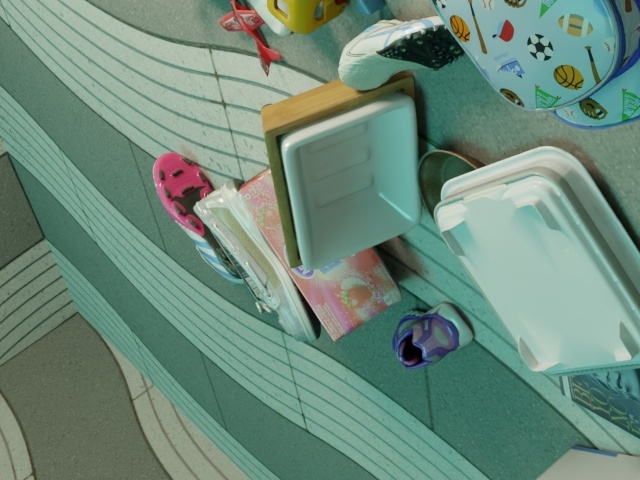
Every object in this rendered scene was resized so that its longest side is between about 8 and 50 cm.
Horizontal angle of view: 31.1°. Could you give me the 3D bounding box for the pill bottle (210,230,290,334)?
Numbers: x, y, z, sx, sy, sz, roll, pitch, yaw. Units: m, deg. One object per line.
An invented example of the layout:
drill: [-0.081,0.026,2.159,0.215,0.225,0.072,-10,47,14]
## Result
pill bottle: [-0.083,0.027,2.168,0.278,0.162,0.162,57,157,-8]

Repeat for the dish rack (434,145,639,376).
dish rack: [0.299,0.050,1.517,0.333,0.072,0.285,56,150,-9]

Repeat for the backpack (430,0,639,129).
backpack: [0.258,-0.240,1.101,0.263,0.213,0.276,46,155,-9]

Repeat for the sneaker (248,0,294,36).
sneaker: [-0.139,-0.417,1.698,0.297,0.129,0.111,53,155,0]

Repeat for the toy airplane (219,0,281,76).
toy airplane: [-0.111,-0.340,1.878,0.151,0.028,0.151,44,156,25]

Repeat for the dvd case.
dvd case: [0.421,0.208,1.632,0.221,0.018,0.164,30,147,45]

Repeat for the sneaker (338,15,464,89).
sneaker: [0.108,-0.262,1.510,0.085,0.086,0.237,26,159,-32]

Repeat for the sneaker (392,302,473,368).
sneaker: [0.165,0.178,1.974,0.095,0.104,0.236,52,158,0]

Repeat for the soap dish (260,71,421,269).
soap dish: [0.031,-0.108,1.700,0.291,0.229,0.118,81,162,-48]

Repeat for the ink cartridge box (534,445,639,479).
ink cartridge box: [0.483,0.482,1.752,0.307,0.129,0.223,59,157,-11]

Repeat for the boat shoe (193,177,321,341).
boat shoe: [-0.104,0.047,2.037,0.320,0.103,0.118,58,-167,-4]

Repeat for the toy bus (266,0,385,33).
toy bus: [-0.023,-0.378,1.558,0.191,0.104,0.202,5,127,61]

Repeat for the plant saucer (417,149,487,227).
plant saucer: [0.219,-0.051,1.636,0.198,0.036,0.198,43,155,26]

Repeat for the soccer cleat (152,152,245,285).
soccer cleat: [-0.257,-0.035,2.474,0.331,0.116,0.143,53,157,2]

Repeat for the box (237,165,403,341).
box: [0.000,0.000,1.932,0.300,0.142,0.154,57,-177,-7]
